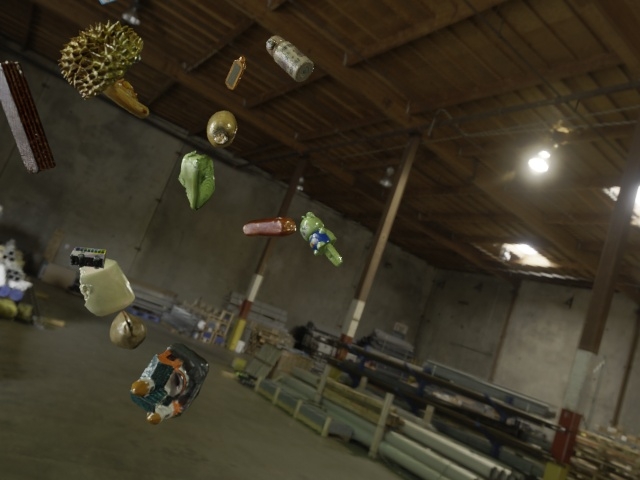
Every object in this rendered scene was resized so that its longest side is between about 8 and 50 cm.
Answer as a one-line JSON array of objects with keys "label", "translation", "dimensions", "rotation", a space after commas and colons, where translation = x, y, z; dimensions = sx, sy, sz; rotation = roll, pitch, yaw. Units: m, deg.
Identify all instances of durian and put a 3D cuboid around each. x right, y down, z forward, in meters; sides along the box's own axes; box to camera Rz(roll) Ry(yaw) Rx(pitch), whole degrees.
[{"label": "durian", "translation": [-0.606, -0.482, 1.406], "dimensions": [0.154, 0.260, 0.186], "rotation": [19, 33, -55]}]

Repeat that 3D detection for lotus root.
[{"label": "lotus root", "translation": [-0.391, -0.436, 2.029], "dimensions": [0.118, 0.221, 0.125], "rotation": [6, -50, -10]}]

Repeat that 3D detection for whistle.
[{"label": "whistle", "translation": [0.000, 0.000, 1.782], "dimensions": [0.227, 0.085, 0.105], "rotation": [53, -36, 20]}]

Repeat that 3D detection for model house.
[{"label": "model house", "translation": [-0.588, 0.553, 1.905], "dimensions": [0.190, 0.271, 0.301], "rotation": [33, 3, 10]}]

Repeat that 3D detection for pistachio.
[{"label": "pistachio", "translation": [-0.594, 0.278, 1.586], "dimensions": [0.108, 0.126, 0.185], "rotation": [-12, 1, -29]}]

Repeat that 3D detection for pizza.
[{"label": "pizza", "translation": [-0.647, -0.485, 1.694], "dimensions": [0.182, 0.062, 0.161], "rotation": [39, 12, -38]}]

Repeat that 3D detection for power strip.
[{"label": "power strip", "translation": [-0.349, -0.703, 2.133], "dimensions": [0.049, 0.028, 0.178], "rotation": [44, -42, 1]}]

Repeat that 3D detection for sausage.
[{"label": "sausage", "translation": [-0.211, -0.053, 2.101], "dimensions": [0.089, 0.083, 0.300], "rotation": [-15, 10, -43]}]

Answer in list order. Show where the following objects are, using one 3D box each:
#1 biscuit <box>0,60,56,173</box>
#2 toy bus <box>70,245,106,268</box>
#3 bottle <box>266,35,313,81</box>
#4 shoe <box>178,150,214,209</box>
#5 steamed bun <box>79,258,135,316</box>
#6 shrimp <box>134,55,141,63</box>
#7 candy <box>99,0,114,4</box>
[{"label": "biscuit", "translation": [-1.054, -0.429, 1.817], "dimensions": [0.107, 0.388, 0.073], "rotation": [4, 22, 39]}, {"label": "toy bus", "translation": [-0.756, 0.055, 1.668], "dimensions": [0.102, 0.052, 0.058], "rotation": [8, 37, -15]}, {"label": "bottle", "translation": [-0.132, -0.725, 2.015], "dimensions": [0.209, 0.097, 0.110], "rotation": [46, 23, 18]}, {"label": "shoe", "translation": [-0.496, -0.251, 2.085], "dimensions": [0.128, 0.140, 0.262], "rotation": [39, -39, 20]}, {"label": "steamed bun", "translation": [-0.833, 0.174, 1.925], "dimensions": [0.200, 0.170, 0.225], "rotation": [-1, -61, 29]}, {"label": "shrimp", "translation": [-0.634, -0.539, 1.565], "dimensions": [0.166, 0.161, 0.049], "rotation": [14, -12, 10]}, {"label": "candy", "translation": [-0.673, -0.976, 1.892], "dimensions": [0.157, 0.306, 0.100], "rotation": [17, -45, 43]}]
